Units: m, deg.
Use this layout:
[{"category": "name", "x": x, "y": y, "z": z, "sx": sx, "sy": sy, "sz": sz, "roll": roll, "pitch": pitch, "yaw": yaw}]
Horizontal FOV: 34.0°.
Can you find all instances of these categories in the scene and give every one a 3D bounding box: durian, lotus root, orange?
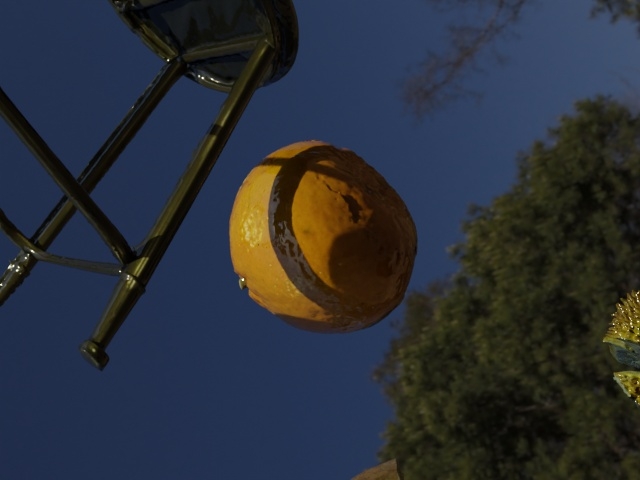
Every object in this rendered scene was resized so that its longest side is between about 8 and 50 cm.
[{"category": "durian", "x": 0.386, "y": 0.122, "z": 1.069, "sx": 0.193, "sy": 0.138, "sz": 0.237, "roll": 53, "pitch": -165, "yaw": 4}, {"category": "lotus root", "x": 0.077, "y": 0.333, "z": 1.282, "sx": 0.122, "sy": 0.081, "sz": 0.112, "roll": -94, "pitch": -3, "yaw": -68}, {"category": "orange", "x": 0.002, "y": -0.001, "z": 1.145, "sx": 0.219, "sy": 0.193, "sz": 0.219, "roll": 45, "pitch": -151, "yaw": -34}]

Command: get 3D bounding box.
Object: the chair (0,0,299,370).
[{"category": "chair", "x": -0.261, "y": -0.159, "z": 1.066, "sx": 0.410, "sy": 0.365, "sz": 0.362, "roll": -48, "pitch": -64, "yaw": -24}]
